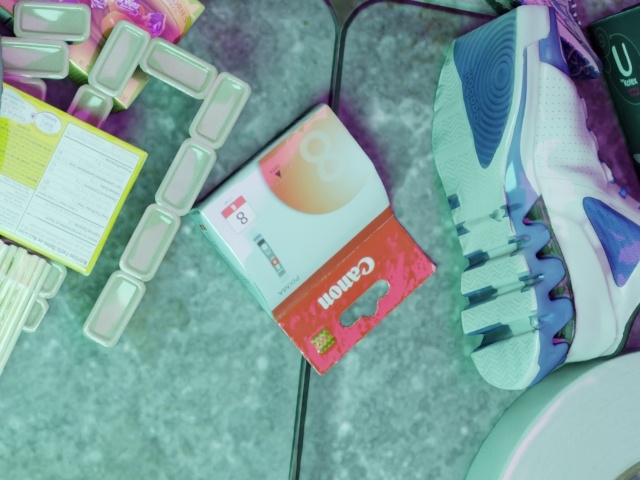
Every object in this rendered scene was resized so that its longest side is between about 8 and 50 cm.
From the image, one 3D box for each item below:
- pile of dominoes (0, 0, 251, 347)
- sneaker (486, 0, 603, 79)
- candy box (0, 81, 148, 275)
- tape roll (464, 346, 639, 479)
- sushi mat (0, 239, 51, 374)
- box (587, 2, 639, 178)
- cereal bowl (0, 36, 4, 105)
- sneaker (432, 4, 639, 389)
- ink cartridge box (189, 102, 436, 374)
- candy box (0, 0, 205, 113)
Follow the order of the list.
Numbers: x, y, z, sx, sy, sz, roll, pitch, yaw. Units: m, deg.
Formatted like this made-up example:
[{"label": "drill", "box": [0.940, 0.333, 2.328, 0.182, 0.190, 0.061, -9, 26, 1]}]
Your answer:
[{"label": "pile of dominoes", "box": [-0.197, -0.055, 1.369, 0.196, 0.040, 0.251, 29, 86, -8]}, {"label": "sneaker", "box": [0.205, -0.199, 1.541, 0.135, 0.052, 0.058, 45, 69, -13]}, {"label": "candy box", "box": [-0.244, -0.064, 1.326, 0.206, 0.027, 0.105, 27, 90, -8]}, {"label": "tape roll", "box": [0.298, 0.284, 1.536, 0.392, 0.072, 0.392, 1, 87, -19]}, {"label": "sushi mat", "box": [-0.333, 0.127, 1.315, 0.151, 0.019, 0.316, 25, 87, -16]}, {"label": "box", "box": [0.368, -0.096, 1.533, 0.143, 0.165, 0.270, -22, 95, -20]}, {"label": "cereal bowl", "box": [-0.368, -0.102, 1.235, 0.339, 0.141, 0.339, -3, 79, 16]}, {"label": "sneaker", "box": [0.208, -0.033, 1.505, 0.182, 0.127, 0.315, 0, 82, -32]}, {"label": "ink cartridge box", "box": [0.000, 0.000, 1.458, 0.145, 0.045, 0.179, -42, 98, -17]}, {"label": "candy box", "box": [-0.198, -0.201, 1.391, 0.187, 0.053, 0.109, 40, 77, -15]}]
